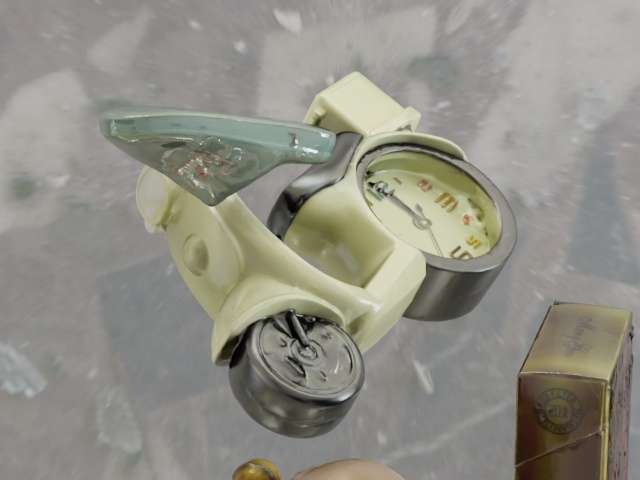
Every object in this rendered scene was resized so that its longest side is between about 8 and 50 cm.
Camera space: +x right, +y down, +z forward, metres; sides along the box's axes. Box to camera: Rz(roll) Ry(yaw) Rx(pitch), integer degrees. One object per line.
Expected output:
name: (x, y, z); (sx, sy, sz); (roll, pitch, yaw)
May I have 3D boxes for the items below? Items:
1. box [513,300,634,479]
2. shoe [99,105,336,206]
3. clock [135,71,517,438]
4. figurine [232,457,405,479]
box: (0.181, 0.180, 1.279); (0.071, 0.159, 0.240); (4, 106, 17)
shoe: (-0.080, -0.064, 1.415); (0.195, 0.079, 0.078); (0, 97, -27)
clock: (0.000, 0.000, 1.550); (0.276, 0.379, 0.120); (42, 130, 16)
figurine: (0.003, 0.204, 1.102); (0.176, 0.287, 0.186); (-36, 55, 34)
